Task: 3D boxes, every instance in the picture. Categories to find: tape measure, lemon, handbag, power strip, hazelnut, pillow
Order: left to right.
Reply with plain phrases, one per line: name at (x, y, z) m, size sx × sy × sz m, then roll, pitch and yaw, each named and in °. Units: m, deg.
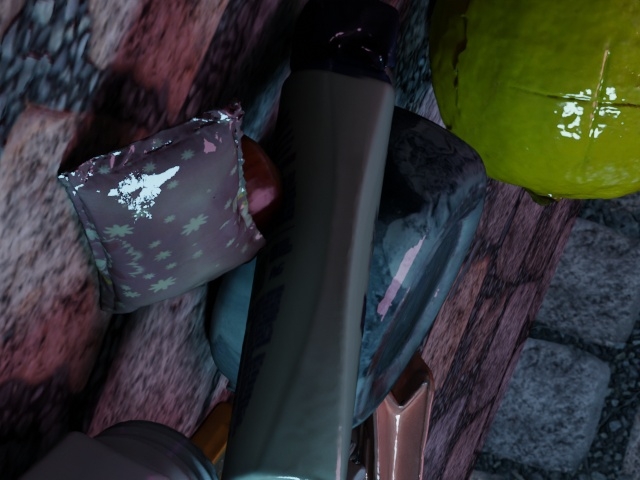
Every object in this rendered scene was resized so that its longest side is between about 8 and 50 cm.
pillow at (-0.090, -0.012, 1.142) m, size 0.118 × 0.043 × 0.185 m, roll -22°, pitch 154°, yaw -6°
power strip at (-0.095, 0.181, 1.549) m, size 0.178 × 0.028 × 0.049 m, roll -52°, pitch 159°, yaw -48°
hazelnut at (-0.065, -0.031, 1.236) m, size 0.086 × 0.086 × 0.086 m, roll -60°, pitch 164°, yaw -28°
tape measure at (0.017, 0.023, 1.483) m, size 0.256 × 0.147 × 0.275 m, roll -53°, pitch 165°, yaw -39°
handbag at (0.063, 0.165, 1.824) m, size 0.212 × 0.059 × 0.157 m, roll -112°, pitch -159°, yaw -74°
lemon at (0.237, -0.183, 1.712) m, size 0.297 × 0.297 × 0.297 m, roll -60°, pitch 164°, yaw -28°

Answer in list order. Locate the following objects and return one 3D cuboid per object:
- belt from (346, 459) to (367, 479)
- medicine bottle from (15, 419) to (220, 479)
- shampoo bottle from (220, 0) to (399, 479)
belt at (-0.040, 0.266, 1.690) m, size 0.230 × 0.126 × 0.139 m, roll -42°, pitch 153°, yaw -58°
medicine bottle at (-0.171, 0.224, 1.138) m, size 0.324 × 0.124 × 0.179 m, roll -41°, pitch 152°, yaw -58°
shampoo bottle at (0.000, 0.000, 1.270) m, size 0.134 × 0.078 × 0.359 m, roll 122°, pitch -22°, yaw -65°
